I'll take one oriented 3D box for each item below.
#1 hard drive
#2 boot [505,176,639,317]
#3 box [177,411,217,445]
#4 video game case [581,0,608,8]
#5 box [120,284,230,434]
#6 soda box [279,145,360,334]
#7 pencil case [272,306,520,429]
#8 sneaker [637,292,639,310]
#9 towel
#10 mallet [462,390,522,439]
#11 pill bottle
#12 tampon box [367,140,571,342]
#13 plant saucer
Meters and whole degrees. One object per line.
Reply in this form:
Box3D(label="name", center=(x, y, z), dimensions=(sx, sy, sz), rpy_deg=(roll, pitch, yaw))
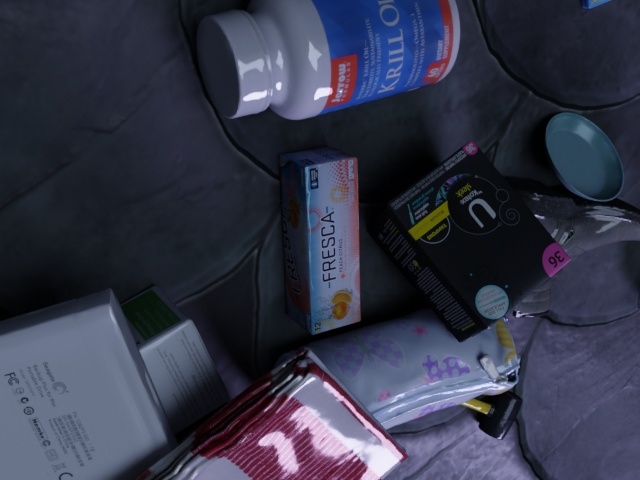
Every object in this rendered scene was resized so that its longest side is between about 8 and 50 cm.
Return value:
Box3D(label="hard drive", center=(-0.289, 0.174, 0.763), dimensions=(0.308, 0.040, 0.203), rpy_deg=(-17, 117, -2))
Box3D(label="boot", center=(0.293, 0.017, 1.111), dimensions=(0.247, 0.083, 0.161), rpy_deg=(7, 111, -27))
Box3D(label="box", center=(-0.106, 0.271, 0.927), dimensions=(0.170, 0.091, 0.130), rpy_deg=(-37, 122, -3))
Box3D(label="video game case", center=(0.363, -0.350, 1.048), dimensions=(0.166, 0.015, 0.119), rpy_deg=(-25, 118, -22))
Box3D(label="box", center=(-0.156, 0.115, 0.850), dimensions=(0.087, 0.101, 0.102), rpy_deg=(-31, 119, -17))
Box3D(label="soda box", center=(0.000, 0.000, 0.929), dimensions=(0.063, 0.058, 0.183), rpy_deg=(-13, 112, -27))
Box3D(label="pencil case", center=(0.085, 0.148, 0.994), dimensions=(0.273, 0.124, 0.113), rpy_deg=(-12, 135, -26))
Box3D(label="sneaker", center=(0.530, 0.145, 1.274), dimensions=(0.256, 0.094, 0.151), rpy_deg=(7, 98, -35))
Box3D(label="towel", center=(-0.085, 0.259, 0.826), dimensions=(0.329, 0.037, 0.237), rpy_deg=(-39, 137, -1))
Box3D(label="mallet", center=(0.177, 0.187, 1.119), dimensions=(0.190, 0.039, 0.062), rpy_deg=(33, 90, -31))
Box3D(label="pill bottle", center=(0.006, -0.180, 0.829), dimensions=(0.222, 0.124, 0.124), rpy_deg=(-19, 116, -24))
Box3D(label="tampon box", center=(0.152, 0.004, 0.949), dimensions=(0.120, 0.101, 0.161), rpy_deg=(-38, 83, -16))
Box3D(label="plant saucer", center=(0.306, -0.095, 1.070), dimensions=(0.119, 0.021, 0.119), rpy_deg=(15, 58, -25))
